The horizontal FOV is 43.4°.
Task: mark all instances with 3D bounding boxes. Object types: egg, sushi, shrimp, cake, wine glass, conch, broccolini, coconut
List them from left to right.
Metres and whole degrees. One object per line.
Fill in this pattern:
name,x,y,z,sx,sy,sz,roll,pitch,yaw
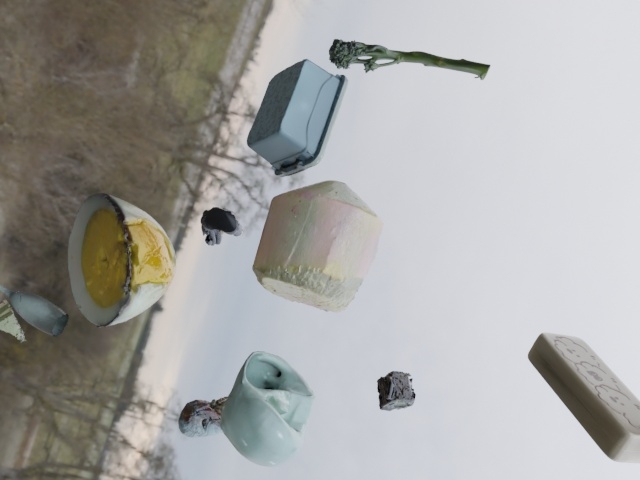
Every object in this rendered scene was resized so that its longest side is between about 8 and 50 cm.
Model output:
cake,-0.668,0.177,1.743,0.055,0.051,0.140,-40,158,-9
wine glass,-0.581,0.117,1.569,0.066,0.198,0.066,-57,166,-23
egg,-0.482,0.053,2.014,0.337,0.201,0.337,-6,-98,45
shrimp,-0.199,0.357,1.662,0.090,0.232,0.079,23,-75,40
conch,-0.094,0.286,1.379,0.221,0.120,0.185,-43,116,-68
coconut,0.000,0.000,1.986,0.297,0.297,0.310,146,-34,-71
sushi,0.185,0.380,2.027,0.094,0.098,0.084,-43,-139,48
broccolini,0.212,-0.423,1.937,0.079,0.392,0.074,-76,176,-76

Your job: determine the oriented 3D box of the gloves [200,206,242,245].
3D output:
gloves,-0.318,-0.050,2.552,0.180,0.129,0.106,154,-85,-76

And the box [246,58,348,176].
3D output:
box,-0.046,-0.253,1.659,0.162,0.130,0.227,-12,-126,53

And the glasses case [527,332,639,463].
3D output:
glasses case,0.592,0.332,1.733,0.076,0.144,0.336,-65,-148,24
